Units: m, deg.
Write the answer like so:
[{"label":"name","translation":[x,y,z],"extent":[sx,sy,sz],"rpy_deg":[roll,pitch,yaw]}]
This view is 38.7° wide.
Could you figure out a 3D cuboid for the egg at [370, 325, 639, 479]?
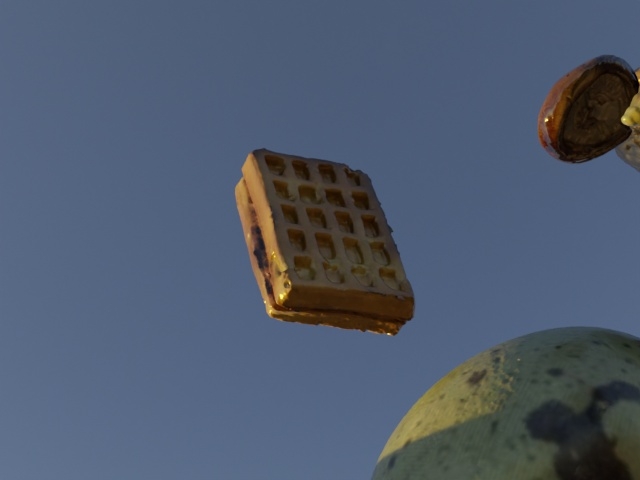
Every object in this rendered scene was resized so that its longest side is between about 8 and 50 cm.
[{"label":"egg","translation":[0.202,0.231,0.804],"extent":[0.379,0.288,0.287],"rpy_deg":[-28,-43,-40]}]

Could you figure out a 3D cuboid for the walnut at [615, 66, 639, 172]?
[{"label":"walnut","translation":[0.527,-0.185,1.346],"extent":[0.213,0.213,0.213],"rpy_deg":[-5,-55,-7]}]

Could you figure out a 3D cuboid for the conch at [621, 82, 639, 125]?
[{"label":"conch","translation":[0.326,-0.171,0.699],"extent":[0.114,0.137,0.234],"rpy_deg":[43,-74,14]}]

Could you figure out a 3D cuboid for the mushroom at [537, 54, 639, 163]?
[{"label":"mushroom","translation":[0.281,-0.138,0.961],"extent":[0.123,0.052,0.123],"rpy_deg":[-15,-54,-21]}]

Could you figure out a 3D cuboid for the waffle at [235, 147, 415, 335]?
[{"label":"waffle","translation":[0.000,0.000,1.376],"extent":[0.224,0.327,0.098],"rpy_deg":[6,-50,-22]}]
